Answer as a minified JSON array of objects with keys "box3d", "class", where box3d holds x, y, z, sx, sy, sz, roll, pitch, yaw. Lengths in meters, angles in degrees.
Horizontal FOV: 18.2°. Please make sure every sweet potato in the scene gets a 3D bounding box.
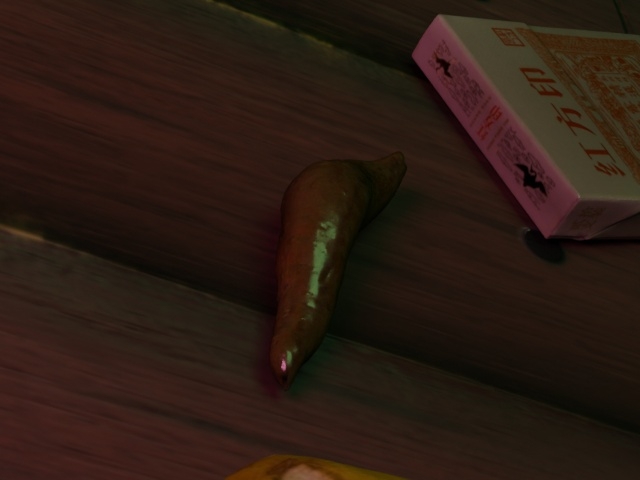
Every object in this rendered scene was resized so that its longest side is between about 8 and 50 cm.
[{"box3d":[-0.001,-0.001,1.235,0.069,0.059,0.249,63,26,-23],"class":"sweet potato"}]

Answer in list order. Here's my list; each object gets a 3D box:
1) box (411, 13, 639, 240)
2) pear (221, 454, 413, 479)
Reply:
[{"box3d":[0.259,-0.085,1.570,0.365,0.051,0.204,-1,46,-41],"class":"box"},{"box3d":[0.028,0.237,0.786,0.321,0.269,0.269,49,32,-9],"class":"pear"}]
